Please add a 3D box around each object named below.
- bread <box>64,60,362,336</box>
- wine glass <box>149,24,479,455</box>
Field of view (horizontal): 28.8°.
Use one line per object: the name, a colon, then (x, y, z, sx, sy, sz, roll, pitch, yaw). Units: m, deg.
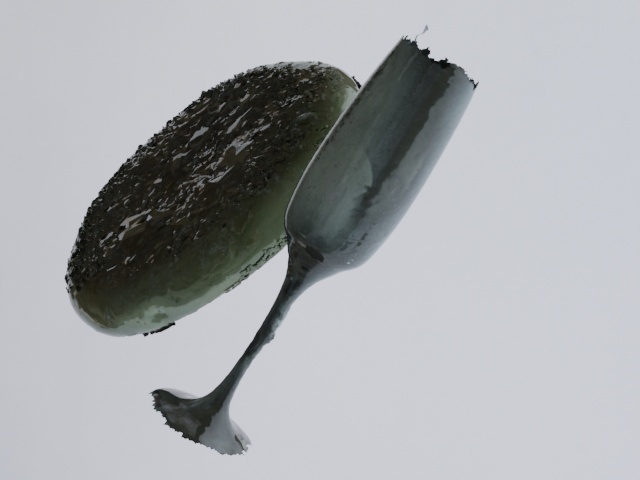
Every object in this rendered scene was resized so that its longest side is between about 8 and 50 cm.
bread: (-0.082, -0.040, 0.894, 0.267, 0.040, 0.267, -30, -149, 20)
wine glass: (0.000, 0.000, 0.693, 0.262, 0.074, 0.074, -56, -137, 10)
